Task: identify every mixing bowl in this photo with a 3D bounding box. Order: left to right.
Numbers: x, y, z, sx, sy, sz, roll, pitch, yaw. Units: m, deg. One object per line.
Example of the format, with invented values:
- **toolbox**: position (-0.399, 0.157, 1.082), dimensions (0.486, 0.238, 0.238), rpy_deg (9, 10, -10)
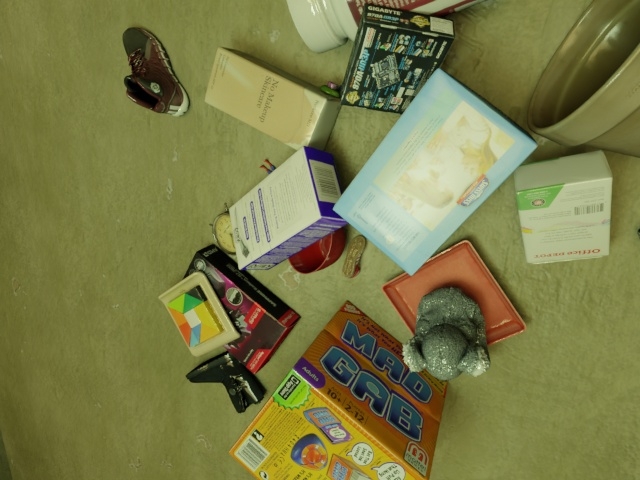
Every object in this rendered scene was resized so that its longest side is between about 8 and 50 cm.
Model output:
- **mixing bowl**: position (0.000, 0.000, 1.081), dimensions (0.181, 0.098, 0.182), rpy_deg (-7, 80, 46)

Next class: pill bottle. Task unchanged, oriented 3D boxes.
- **pill bottle**: position (0.140, -0.527, 0.799), dimensions (0.392, 0.224, 0.224), rpy_deg (-9, 102, 25)

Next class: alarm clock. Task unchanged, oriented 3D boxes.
- **alarm clock**: position (-0.243, -0.010, 1.215), dimensions (0.192, 0.064, 0.129), rpy_deg (52, 125, 8)

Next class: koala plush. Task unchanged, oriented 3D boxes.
- **koala plush**: position (0.280, 0.230, 0.925), dimensions (0.196, 0.221, 0.203), rpy_deg (3, 107, 23)

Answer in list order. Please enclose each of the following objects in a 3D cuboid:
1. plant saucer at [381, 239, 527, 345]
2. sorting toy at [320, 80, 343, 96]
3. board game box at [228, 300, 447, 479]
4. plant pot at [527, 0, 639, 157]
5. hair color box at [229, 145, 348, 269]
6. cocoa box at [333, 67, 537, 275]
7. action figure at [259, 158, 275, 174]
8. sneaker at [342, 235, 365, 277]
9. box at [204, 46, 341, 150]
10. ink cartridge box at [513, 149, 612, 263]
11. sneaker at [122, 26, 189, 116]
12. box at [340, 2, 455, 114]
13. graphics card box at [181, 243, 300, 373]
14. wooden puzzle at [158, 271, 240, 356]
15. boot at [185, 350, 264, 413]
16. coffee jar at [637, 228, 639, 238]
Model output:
- **plant saucer**: position (0.328, 0.159, 1.034), dimensions (0.258, 0.047, 0.259), rpy_deg (-34, 90, 29)
- **sorting toy**: position (0.053, -0.363, 0.982), dimensions (0.101, 0.061, 0.042), rpy_deg (21, 115, -8)
- **board game box**: position (0.059, 0.456, 1.070), dimensions (0.356, 0.356, 0.357), rpy_deg (38, 117, 9)
- **plant pot**: position (0.565, -0.261, 0.666), dimensions (0.280, 0.323, 0.323), rpy_deg (27, 116, 0)
- **hair color box**: position (-0.092, -0.066, 1.041), dimensions (0.338, 0.110, 0.185), rpy_deg (-29, 66, 40)
- **cocoa box**: position (0.237, -0.144, 0.874), dimensions (0.231, 0.228, 0.347), rpy_deg (41, 118, 7)
- **action figure**: position (-0.120, -0.174, 1.137), dimensions (0.115, 0.030, 0.038), rpy_deg (43, 113, 4)
- **sneaker**: position (0.093, 0.047, 1.110), dimensions (0.042, 0.067, 0.119), rpy_deg (21, 83, 19)
- **box**: position (-0.117, -0.349, 1.025), dimensions (0.311, 0.121, 0.148), rpy_deg (29, 115, 13)
- **ink cartridge box**: position (0.483, -0.058, 0.822), dimensions (0.154, 0.093, 0.212), rpy_deg (-9, 132, 27)
- **sneaker**: position (-0.492, -0.471, 1.127), dimensions (0.106, 0.162, 0.281), rpy_deg (-34, 91, 28)
- **box**: position (0.146, -0.356, 0.840), dimensions (0.175, 0.051, 0.220), rpy_deg (7, 156, -6)
- **graphics card box**: position (-0.272, 0.214, 1.289), dimensions (0.371, 0.094, 0.233), rpy_deg (40, 118, 9)
- **wooden puzzle**: position (-0.383, 0.237, 1.269), dimensions (0.221, 0.044, 0.239), rpy_deg (-30, 93, 30)
- **boot**: position (-0.327, 0.499, 1.401), dimensions (0.246, 0.094, 0.207), rpy_deg (-29, 90, 22)
- **coffee jar**: position (0.730, -0.018, 0.782), dimensions (0.184, 0.079, 0.096), rpy_deg (-29, 86, 29)
